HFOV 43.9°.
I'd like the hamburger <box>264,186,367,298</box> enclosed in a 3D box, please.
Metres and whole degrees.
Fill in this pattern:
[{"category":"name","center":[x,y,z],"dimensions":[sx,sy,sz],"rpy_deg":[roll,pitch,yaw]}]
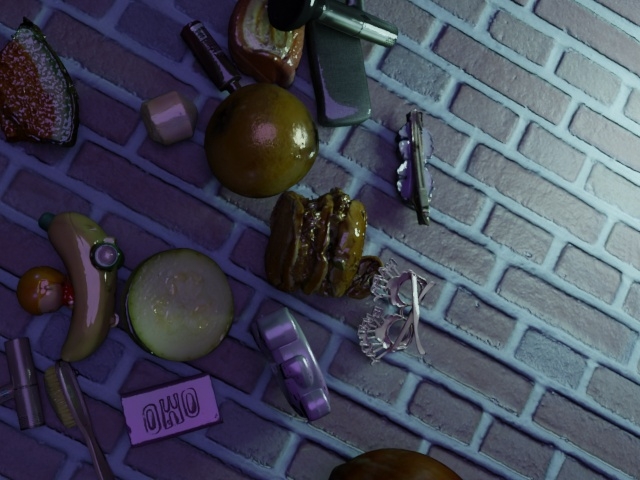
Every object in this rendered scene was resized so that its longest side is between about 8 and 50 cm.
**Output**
[{"category":"hamburger","center":[-0.007,-0.004,1.778],"dimensions":[0.212,0.245,0.260],"rpy_deg":[11,71,-11]}]

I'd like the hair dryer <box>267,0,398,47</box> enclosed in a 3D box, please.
[{"category":"hair dryer","center":[0.016,-0.592,1.865],"dimensions":[0.320,0.156,0.284],"rpy_deg":[0,59,-42]}]

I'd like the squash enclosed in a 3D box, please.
[{"category":"squash","center":[-0.314,0.145,1.752],"dimensions":[0.252,0.049,0.251],"rpy_deg":[3,84,-30]}]

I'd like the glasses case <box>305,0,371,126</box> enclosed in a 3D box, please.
[{"category":"glasses case","center":[0.038,-0.437,1.935],"dimensions":[0.131,0.074,0.322],"rpy_deg":[-7,83,-14]}]

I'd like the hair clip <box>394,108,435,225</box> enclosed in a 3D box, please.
[{"category":"hair clip","center":[0.233,-0.180,1.940],"dimensions":[0.106,0.084,0.291],"rpy_deg":[-1,77,-7]}]

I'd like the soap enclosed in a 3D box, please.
[{"category":"soap","center":[-0.327,0.370,1.742],"dimensions":[0.203,0.065,0.122],"rpy_deg":[-14,85,-14]}]

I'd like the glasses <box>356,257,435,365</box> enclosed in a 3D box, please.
[{"category":"glasses","center":[0.174,0.174,1.833],"dimensions":[0.162,0.095,0.255],"rpy_deg":[13,92,-22]}]

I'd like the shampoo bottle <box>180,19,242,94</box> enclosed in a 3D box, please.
[{"category":"shampoo bottle","center":[-0.239,-0.409,1.879],"dimensions":[0.068,0.067,0.236],"rpy_deg":[-35,90,-5]}]

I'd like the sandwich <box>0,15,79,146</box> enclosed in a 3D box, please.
[{"category":"sandwich","center":[-0.637,-0.314,1.762],"dimensions":[0.212,0.109,0.292],"rpy_deg":[-38,88,-8]}]

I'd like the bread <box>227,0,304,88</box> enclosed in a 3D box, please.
[{"category":"bread","center":[-0.123,-0.506,1.885],"dimensions":[0.190,0.123,0.244],"rpy_deg":[13,78,-15]}]

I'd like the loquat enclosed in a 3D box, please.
[{"category":"loquat","center":[-0.136,-0.223,1.773],"dimensions":[0.263,0.263,0.262],"rpy_deg":[2,81,-12]}]

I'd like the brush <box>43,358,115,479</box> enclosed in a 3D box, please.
[{"category":"brush","center":[-0.520,0.406,1.705],"dimensions":[0.067,0.072,0.312],"rpy_deg":[-22,90,9]}]

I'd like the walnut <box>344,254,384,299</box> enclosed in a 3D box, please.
[{"category":"walnut","center":[0.102,0.093,1.877],"dimensions":[0.091,0.052,0.121],"rpy_deg":[34,74,27]}]

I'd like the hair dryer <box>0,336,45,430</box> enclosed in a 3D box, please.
[{"category":"hair dryer","center":[-0.712,0.320,1.684],"dimensions":[0.221,0.053,0.195],"rpy_deg":[-11,83,-7]}]

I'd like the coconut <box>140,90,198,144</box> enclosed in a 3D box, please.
[{"category":"coconut","center":[-0.340,-0.282,1.815],"dimensions":[0.122,0.116,0.116],"rpy_deg":[-22,87,-16]}]

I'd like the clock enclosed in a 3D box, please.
[{"category":"clock","center":[-0.062,0.269,1.728],"dimensions":[0.090,0.227,0.247],"rpy_deg":[-25,85,-12]}]

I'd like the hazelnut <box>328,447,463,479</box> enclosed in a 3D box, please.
[{"category":"hazelnut","center":[0.161,0.623,1.680],"dimensions":[0.366,0.366,0.365],"rpy_deg":[2,81,-12]}]

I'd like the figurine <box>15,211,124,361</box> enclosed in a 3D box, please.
[{"category":"figurine","center":[-0.542,0.099,1.710],"dimensions":[0.222,0.124,0.324],"rpy_deg":[3,85,-11]}]
